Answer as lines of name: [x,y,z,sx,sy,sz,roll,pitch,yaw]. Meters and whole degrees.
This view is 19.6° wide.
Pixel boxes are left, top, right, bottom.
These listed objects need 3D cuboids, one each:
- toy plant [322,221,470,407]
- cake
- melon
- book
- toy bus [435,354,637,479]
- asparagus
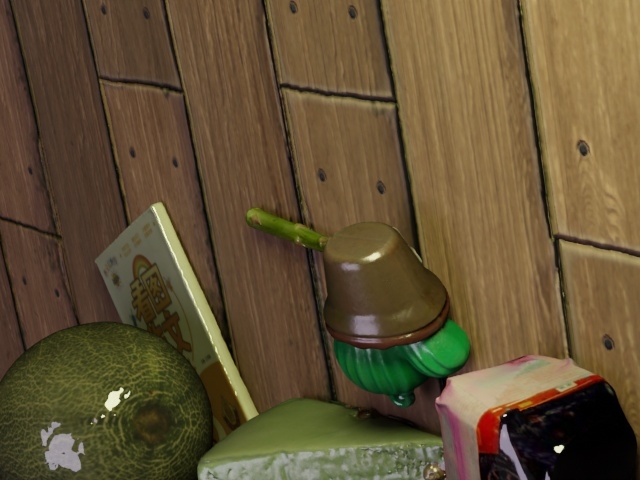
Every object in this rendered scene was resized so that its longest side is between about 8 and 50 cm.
toy plant: [0.069,0.078,1.687,0.143,0.105,0.200,5,132,37]
cake: [0.009,0.268,1.818,0.284,0.172,0.158,5,113,54]
melon: [-0.250,0.211,2.084,0.302,0.237,0.237,-13,97,59]
book: [-0.166,0.122,2.146,0.295,0.020,0.208,65,149,8]
toy bus: [0.188,0.248,1.571,0.147,0.127,0.302,29,133,54]
asparagus: [0.000,0.000,1.814,0.248,0.025,0.024,19,80,52]
